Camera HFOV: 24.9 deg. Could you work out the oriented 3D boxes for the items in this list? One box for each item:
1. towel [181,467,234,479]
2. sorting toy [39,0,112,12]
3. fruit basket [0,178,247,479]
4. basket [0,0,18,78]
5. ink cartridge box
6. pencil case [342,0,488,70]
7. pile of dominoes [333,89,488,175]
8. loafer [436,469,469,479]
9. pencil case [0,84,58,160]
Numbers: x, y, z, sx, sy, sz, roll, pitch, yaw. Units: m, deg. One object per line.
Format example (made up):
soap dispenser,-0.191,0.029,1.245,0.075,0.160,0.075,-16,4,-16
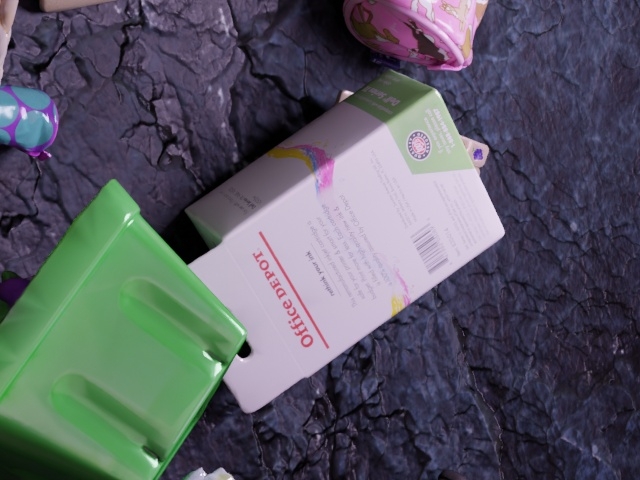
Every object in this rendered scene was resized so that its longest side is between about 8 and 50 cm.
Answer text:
towel,-0.228,0.369,1.293,0.374,0.320,0.090,-39,82,-27
sorting toy,-0.244,-0.341,1.406,0.307,0.041,0.229,-20,112,-40
fruit basket,-0.285,0.099,1.255,0.392,0.392,0.283,50,61,-34
basket,-0.407,-0.185,1.000,0.266,0.328,0.331,-23,143,-44
ink cartridge box,0.000,0.000,1.568,0.353,0.119,0.207,-35,120,-11
pencil case,0.166,-0.384,1.705,0.167,0.160,0.386,70,42,-67
pile of dominoes,0.084,-0.052,1.697,0.251,0.040,0.196,17,93,-34
loafer,0.179,0.399,1.862,0.078,0.080,0.220,-33,111,-26
pencil case,-0.318,-0.112,1.336,0.152,0.064,0.070,-1,79,-43
